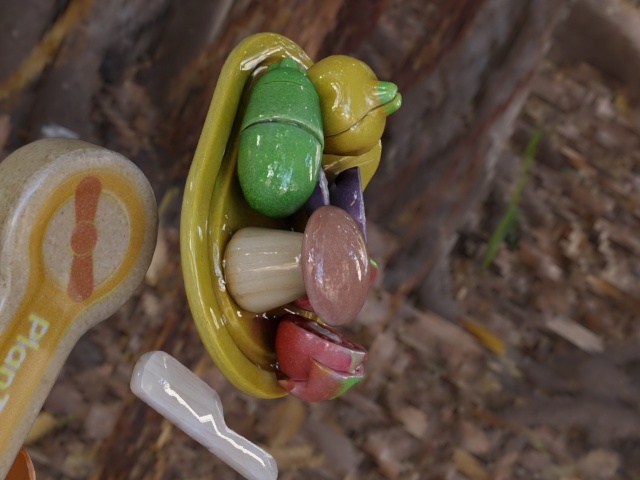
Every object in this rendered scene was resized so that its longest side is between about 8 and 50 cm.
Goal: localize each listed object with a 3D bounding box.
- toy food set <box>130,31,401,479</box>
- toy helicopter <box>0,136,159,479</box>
[{"bbox_3d":[0.000,0.000,0.775,0.128,0.071,0.218,53,40,-44],"label":"toy food set"},{"bbox_3d":[-0.164,0.124,0.749,0.140,0.355,0.235,22,-9,46],"label":"toy helicopter"}]
